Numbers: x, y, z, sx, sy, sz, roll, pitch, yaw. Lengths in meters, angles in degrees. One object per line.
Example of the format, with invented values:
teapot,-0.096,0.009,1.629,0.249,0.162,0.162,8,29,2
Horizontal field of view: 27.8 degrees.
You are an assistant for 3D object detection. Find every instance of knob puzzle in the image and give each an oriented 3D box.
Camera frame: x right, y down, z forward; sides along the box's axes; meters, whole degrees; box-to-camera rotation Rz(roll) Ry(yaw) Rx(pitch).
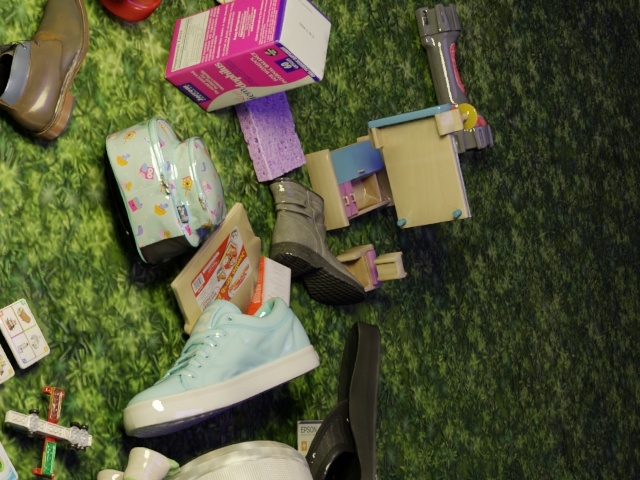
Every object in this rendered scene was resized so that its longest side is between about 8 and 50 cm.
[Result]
knob puzzle,-0.150,0.063,1.901,0.213,0.030,0.213,-39,138,-47

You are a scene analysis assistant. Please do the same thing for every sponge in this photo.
sponge,-0.092,-0.210,2.103,0.117,0.031,0.210,-29,105,-56

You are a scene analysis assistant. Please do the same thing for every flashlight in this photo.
flashlight,0.274,-0.326,2.629,0.103,0.103,0.304,2,76,-83

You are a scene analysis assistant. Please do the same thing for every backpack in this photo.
backpack,-0.214,-0.077,1.769,0.188,0.144,0.166,64,8,-5

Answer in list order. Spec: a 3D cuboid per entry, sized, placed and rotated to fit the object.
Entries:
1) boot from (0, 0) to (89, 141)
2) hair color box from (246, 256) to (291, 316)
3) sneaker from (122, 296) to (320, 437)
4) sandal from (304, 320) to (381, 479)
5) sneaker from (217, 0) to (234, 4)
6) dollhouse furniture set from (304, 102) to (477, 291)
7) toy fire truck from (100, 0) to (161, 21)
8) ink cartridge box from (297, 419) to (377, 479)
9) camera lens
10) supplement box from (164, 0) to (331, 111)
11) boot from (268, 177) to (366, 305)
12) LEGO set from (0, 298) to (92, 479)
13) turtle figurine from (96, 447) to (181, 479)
boot,-0.364,-0.247,1.662,0.106,0.082,0.219,28,60,-53
hair color box,-0.085,0.104,2.008,0.072,0.043,0.141,28,57,-49
sneaker,-0.157,0.168,1.815,0.366,0.135,0.150,-17,79,-54
sandal,0.018,0.318,1.951,0.107,0.167,0.446,12,48,-8
sneaker,-0.112,-0.451,2.109,0.083,0.084,0.215,46,54,-44
dollhouse furniture set,0.173,-0.081,2.215,0.198,0.303,0.286,-24,100,-55
toy fire truck,-0.274,-0.476,1.823,0.254,0.169,0.302,41,43,-11
ink cartridge box,0.019,0.401,2.072,0.223,0.045,0.224,11,71,-54
camera lens,-0.087,0.417,1.688,0.219,0.219,0.274,29,31,-50
supplement box,-0.110,-0.286,1.929,0.111,0.220,0.114,37,53,-45
boot,0.000,0.000,2.141,0.246,0.083,0.161,37,45,-47
LEGO set,-0.376,0.216,1.554,0.182,0.060,0.244,-34,100,-51
turtle figurine,-0.225,0.411,1.576,0.198,0.274,0.266,94,8,-50
